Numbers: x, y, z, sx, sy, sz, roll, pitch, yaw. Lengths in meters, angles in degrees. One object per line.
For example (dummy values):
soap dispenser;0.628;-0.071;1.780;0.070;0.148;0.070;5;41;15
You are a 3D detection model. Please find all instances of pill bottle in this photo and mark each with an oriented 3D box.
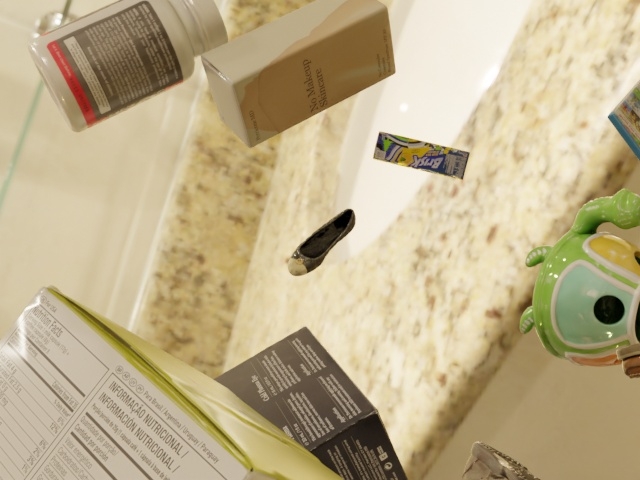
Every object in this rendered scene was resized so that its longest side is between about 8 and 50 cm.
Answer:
pill bottle;-0.331;-0.333;1.559;0.176;0.318;0.176;56;165;22

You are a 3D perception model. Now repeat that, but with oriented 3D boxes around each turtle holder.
turtle holder;0.549;0.087;1.676;0.227;0.243;0.320;16;74;57

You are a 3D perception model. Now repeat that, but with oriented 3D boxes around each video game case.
video game case;0.555;-0.206;1.480;0.166;0.119;0.015;-44;9;-32

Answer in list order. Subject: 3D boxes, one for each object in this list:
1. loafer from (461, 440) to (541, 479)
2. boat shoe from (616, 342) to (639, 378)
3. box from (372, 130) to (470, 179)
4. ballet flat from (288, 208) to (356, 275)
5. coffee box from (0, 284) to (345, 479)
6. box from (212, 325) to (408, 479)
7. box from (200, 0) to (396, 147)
loafer;0.351;0.481;1.603;0.130;0.133;0.366;-62;6;-2
boat shoe;0.536;0.161;1.116;0.307;0.110;0.104;-12;81;29
box;0.182;-0.155;1.609;0.059;0.168;0.054;-50;-26;-83
ballet flat;0.000;0.000;1.624;0.173;0.057;0.049;-45;-20;-25
coffee box;-0.173;0.305;0.863;0.338;0.337;0.334;30;82;39
box;-0.072;0.345;1.465;0.312;0.179;0.343;-28;24;-9
box;-0.034;-0.304;1.531;0.121;0.311;0.148;45;159;42
